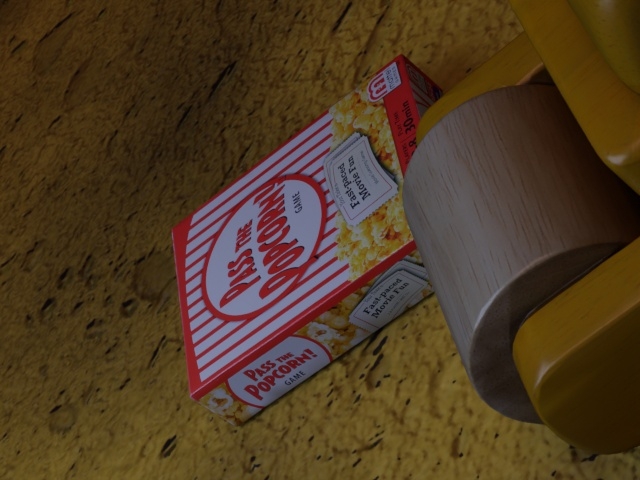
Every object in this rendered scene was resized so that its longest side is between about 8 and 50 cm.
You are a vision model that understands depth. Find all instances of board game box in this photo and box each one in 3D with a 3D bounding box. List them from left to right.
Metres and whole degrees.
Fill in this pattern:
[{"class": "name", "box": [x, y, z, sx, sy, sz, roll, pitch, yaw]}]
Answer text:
[{"class": "board game box", "box": [0.000, 0.000, 1.028, 0.193, 0.045, 0.147, -37, 39, 21]}]

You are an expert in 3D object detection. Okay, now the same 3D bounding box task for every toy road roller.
[{"class": "toy road roller", "box": [0.147, -0.091, 0.776, 0.329, 0.240, 0.202, -40, 38, 17]}]
